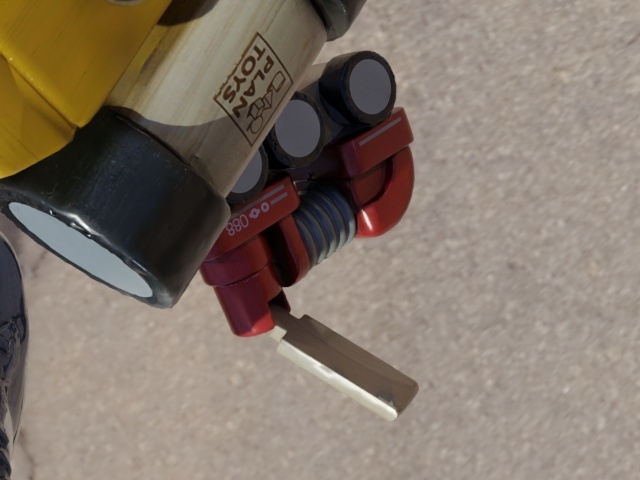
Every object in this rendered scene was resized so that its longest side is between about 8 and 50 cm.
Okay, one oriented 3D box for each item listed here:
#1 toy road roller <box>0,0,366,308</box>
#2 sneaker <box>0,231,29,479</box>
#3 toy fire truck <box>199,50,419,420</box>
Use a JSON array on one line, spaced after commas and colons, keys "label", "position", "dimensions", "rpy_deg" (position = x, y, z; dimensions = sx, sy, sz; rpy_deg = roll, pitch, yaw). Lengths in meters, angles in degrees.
[{"label": "toy road roller", "position": [-0.146, -0.136, 0.614], "dimensions": [0.240, 0.203, 0.329], "rpy_deg": [21, 162, 34]}, {"label": "sneaker", "position": [-0.224, 0.139, 0.897], "dimensions": [0.148, 0.131, 0.350], "rpy_deg": [-22, 56, 51]}, {"label": "toy fire truck", "position": [0.000, 0.000, 1.157], "dimensions": [0.158, 0.217, 0.246], "rpy_deg": [-1, 115, 50]}]
